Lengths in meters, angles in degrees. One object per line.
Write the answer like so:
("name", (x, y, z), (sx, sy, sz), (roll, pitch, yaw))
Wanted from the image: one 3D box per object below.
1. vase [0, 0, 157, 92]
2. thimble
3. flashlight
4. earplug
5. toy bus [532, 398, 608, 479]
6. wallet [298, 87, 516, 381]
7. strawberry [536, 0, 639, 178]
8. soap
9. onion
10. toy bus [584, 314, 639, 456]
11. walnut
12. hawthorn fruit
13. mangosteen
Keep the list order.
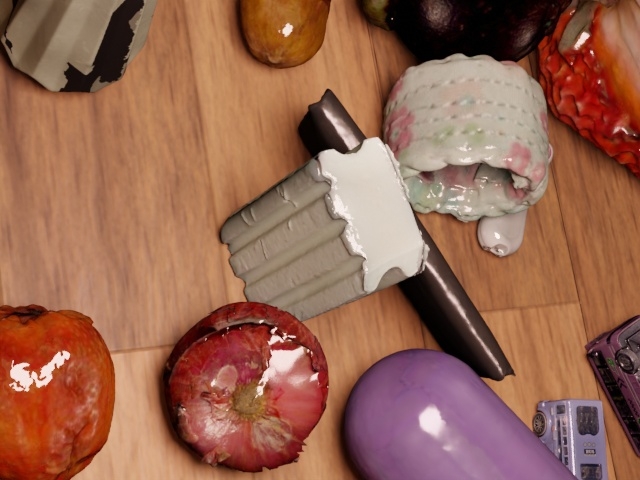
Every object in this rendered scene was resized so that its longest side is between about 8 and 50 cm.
("vase", (-0.216, -0.269, 1.064), (0.165, 0.360, 0.165), (7, 74, -24))
("thimble", (0.171, -0.121, 1.320), (0.211, 0.185, 0.149), (-2, 68, 16))
("flashlight", (0.251, -0.072, 1.414), (0.093, 0.047, 0.200), (25, 66, -17))
("earplug", (0.204, 0.314, 1.204), (0.215, 0.215, 0.456), (-42, 93, -28))
("toy bus", (0.312, 0.280, 1.332), (0.073, 0.076, 0.167), (6, 73, -24))
("wallet", (0.092, 0.002, 1.239), (0.051, 0.197, 0.377), (-33, 91, -5))
("strawberry", (0.420, -0.200, 1.485), (0.336, 0.149, 0.265), (54, 54, -15))
("soap", (0.000, 0.000, 1.154), (0.094, 0.261, 0.150), (-23, 88, -32))
("onion", (-0.073, 0.152, 1.157), (0.184, 0.147, 0.184), (2, 98, 12))
("toy bus", (0.419, 0.190, 1.399), (0.087, 0.098, 0.178), (-28, 92, -28))
("walnut", (-0.041, -0.300, 1.307), (0.115, 0.116, 0.207), (13, 64, -22))
("hawthorn fruit", (-0.281, 0.147, 1.048), (0.173, 0.173, 0.179), (-38, 120, -29))
("mangosteen", (0.179, -0.343, 1.353), (0.233, 0.287, 0.288), (23, 65, -48))
